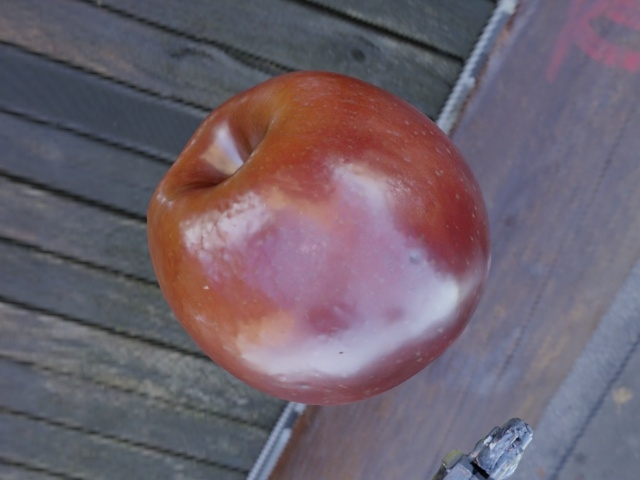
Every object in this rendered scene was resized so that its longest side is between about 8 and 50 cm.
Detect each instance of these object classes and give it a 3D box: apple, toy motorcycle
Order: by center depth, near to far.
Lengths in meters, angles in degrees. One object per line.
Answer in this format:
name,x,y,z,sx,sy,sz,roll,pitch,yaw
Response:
apple,0.000,0.000,0.887,0.218,0.218,0.201,-38,118,12
toy motorcycle,0.115,0.229,1.143,0.061,0.124,0.193,40,87,15
